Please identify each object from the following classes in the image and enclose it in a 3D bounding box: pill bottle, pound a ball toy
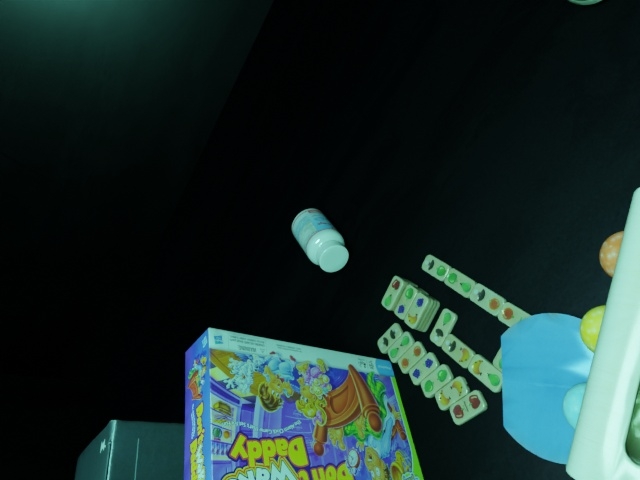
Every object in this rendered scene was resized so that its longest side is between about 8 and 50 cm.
[{"bbox_3d":[0.000,0.000,1.006,0.087,0.087,0.160,-60,35,17],"label":"pill bottle"},{"bbox_3d":[0.298,0.064,0.397,0.135,0.208,0.319,12,84,44],"label":"pound a ball toy"}]

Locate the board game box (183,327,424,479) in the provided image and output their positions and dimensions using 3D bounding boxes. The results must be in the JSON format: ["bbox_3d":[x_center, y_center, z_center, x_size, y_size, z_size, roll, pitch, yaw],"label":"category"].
[{"bbox_3d":[-0.016,0.273,0.652,0.078,0.347,0.233,-45,41,34],"label":"board game box"}]

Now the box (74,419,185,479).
[{"bbox_3d":[-0.198,0.492,0.767,0.212,0.395,0.294,-44,41,35],"label":"box"}]

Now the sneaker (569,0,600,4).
[{"bbox_3d":[0.354,-0.441,0.671,0.083,0.118,0.222,-42,43,37],"label":"sneaker"}]

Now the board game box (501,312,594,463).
[{"bbox_3d":[0.288,0.173,0.544,0.133,0.033,0.169,-12,69,48],"label":"board game box"}]

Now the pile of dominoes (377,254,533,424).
[{"bbox_3d":[0.182,0.143,0.706,0.251,0.040,0.196,39,107,56],"label":"pile of dominoes"}]
